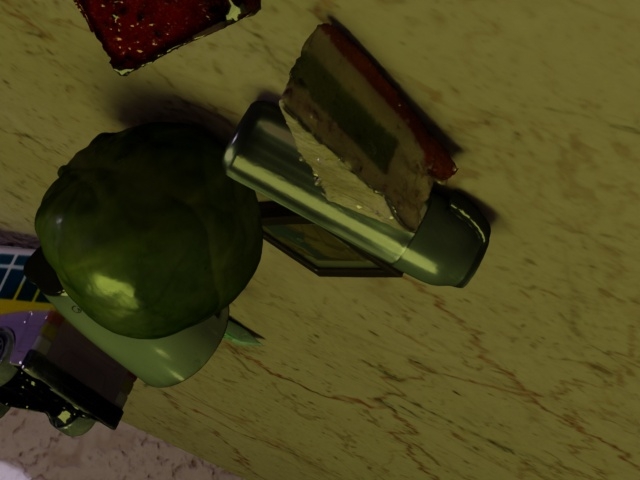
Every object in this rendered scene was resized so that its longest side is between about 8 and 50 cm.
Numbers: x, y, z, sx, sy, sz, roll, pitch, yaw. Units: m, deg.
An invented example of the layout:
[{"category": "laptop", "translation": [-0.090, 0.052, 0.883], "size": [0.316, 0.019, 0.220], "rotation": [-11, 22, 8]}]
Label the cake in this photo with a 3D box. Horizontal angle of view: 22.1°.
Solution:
[{"category": "cake", "translation": [0.045, -0.080, 1.341], "size": [0.117, 0.086, 0.220], "rotation": [23, 163, 15]}]

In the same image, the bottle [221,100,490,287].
[{"category": "bottle", "translation": [0.036, -0.044, 1.498], "size": [0.254, 0.079, 0.096], "rotation": [29, 125, -4]}]

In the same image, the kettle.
[{"category": "kettle", "translation": [-0.228, 0.055, 2.101], "size": [0.221, 0.161, 0.236], "rotation": [-20, 135, 30]}]

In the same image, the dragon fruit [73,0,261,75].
[{"category": "dragon fruit", "translation": [-0.126, -0.214, 1.241], "size": [0.161, 0.121, 0.127], "rotation": [59, -164, -17]}]

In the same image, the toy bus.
[{"category": "toy bus", "translation": [-0.477, 0.134, 2.518], "size": [0.440, 0.249, 0.209], "rotation": [2, 151, 43]}]

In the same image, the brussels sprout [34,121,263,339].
[{"category": "brussels sprout", "translation": [-0.176, -0.020, 1.667], "size": [0.271, 0.219, 0.210], "rotation": [37, 161, 55]}]

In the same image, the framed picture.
[{"category": "framed picture", "translation": [0.000, 0.000, 1.769], "size": [0.128, 0.023, 0.168], "rotation": [35, 162, -26]}]

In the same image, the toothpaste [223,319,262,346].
[{"category": "toothpaste", "translation": [-0.206, 0.083, 2.313], "size": [0.297, 0.048, 0.075], "rotation": [33, 160, -33]}]
